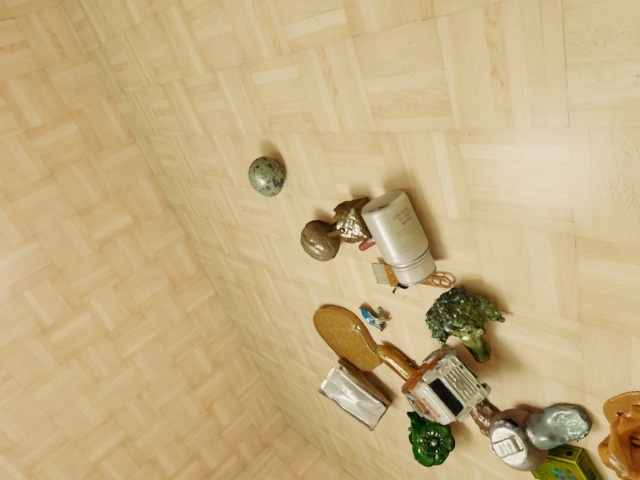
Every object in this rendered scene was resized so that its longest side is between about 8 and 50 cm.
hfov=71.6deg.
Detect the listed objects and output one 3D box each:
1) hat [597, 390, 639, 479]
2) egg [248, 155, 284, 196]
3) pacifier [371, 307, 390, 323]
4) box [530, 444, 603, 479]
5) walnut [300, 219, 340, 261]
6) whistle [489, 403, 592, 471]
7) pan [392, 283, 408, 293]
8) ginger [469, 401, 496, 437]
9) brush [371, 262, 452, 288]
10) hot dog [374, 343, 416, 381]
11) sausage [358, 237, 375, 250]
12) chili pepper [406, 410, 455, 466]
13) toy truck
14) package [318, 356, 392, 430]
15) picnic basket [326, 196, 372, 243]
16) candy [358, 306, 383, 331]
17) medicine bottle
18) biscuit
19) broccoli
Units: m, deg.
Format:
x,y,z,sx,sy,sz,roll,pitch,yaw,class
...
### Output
x,y,z,sx,sy,sz,roll,pitch,yaw,class
0.750,0.515,1.027,0.244,0.233,0.233,28,143,39,hat
-0.200,-0.236,1.665,0.132,0.132,0.172,32,156,32,egg
0.232,0.289,1.707,0.068,0.083,0.064,-9,76,22,pacifier
0.753,0.711,1.406,0.141,0.064,0.220,56,153,-5,box
-0.001,0.001,1.637,0.162,0.140,0.140,34,147,11,walnut
0.658,0.581,1.346,0.189,0.189,0.348,49,129,7,whistle
0.271,0.145,1.515,0.068,0.023,0.115,42,146,17,pan
0.598,0.644,1.539,0.290,0.084,0.122,56,154,9,ginger
0.288,0.121,1.434,0.314,0.017,0.090,3,122,50,brush
0.320,0.499,1.787,0.250,0.076,0.104,40,168,29,hot dog
0.188,-0.007,1.462,0.034,0.034,0.253,53,151,-1,sausage
0.456,0.818,1.845,0.167,0.213,0.385,1,162,2,chili pepper
0.386,0.485,1.452,0.173,0.207,0.387,49,171,14,toy truck
0.184,0.691,2.073,0.311,0.221,0.165,33,116,21,package
0.090,-0.059,1.443,0.178,0.128,0.138,-13,110,48,picnic basket
0.202,0.318,1.780,0.136,0.038,0.088,46,170,9,candy
0.232,-0.005,1.288,0.143,0.143,0.258,-4,117,56,medicine bottle
0.111,0.455,2.041,0.365,0.062,0.385,52,151,-1,biscuit
0.450,0.243,1.302,0.275,0.177,0.198,31,119,-19,broccoli
